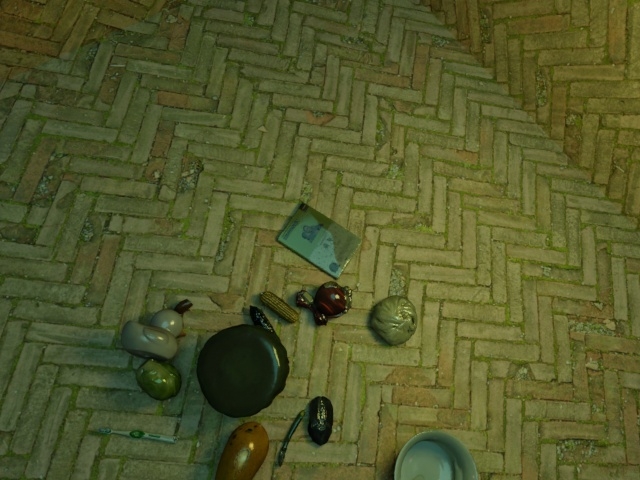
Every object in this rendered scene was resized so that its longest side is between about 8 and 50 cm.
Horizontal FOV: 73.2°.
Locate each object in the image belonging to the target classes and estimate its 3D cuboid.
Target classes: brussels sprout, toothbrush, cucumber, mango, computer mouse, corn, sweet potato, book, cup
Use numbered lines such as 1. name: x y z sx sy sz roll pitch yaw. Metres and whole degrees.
1. brussels sprout: -0.628 0.549 1.694 0.131 0.145 0.183 -50 129 -38
2. toothbrush: -0.710 0.762 1.691 0.303 0.030 0.030 12 70 -8
3. cucumber: -0.227 0.407 1.863 0.072 0.072 0.300 -25 78 -16
4. mango: -0.307 0.844 1.648 0.159 0.191 0.291 27 74 8
5. computer mouse: 0.002 0.749 1.792 0.105 0.062 0.193 5 72 -8
6. corn: -0.183 0.294 1.911 0.207 0.068 0.068 35 70 1
7. sweet potato: -0.606 0.292 1.854 0.117 0.049 0.049 -32 79 -8
8. book: 0.000 0.000 2.058 0.352 0.035 0.239 33 72 2
9. cup: 0.439 0.948 1.745 0.346 0.163 0.348 3 71 -9

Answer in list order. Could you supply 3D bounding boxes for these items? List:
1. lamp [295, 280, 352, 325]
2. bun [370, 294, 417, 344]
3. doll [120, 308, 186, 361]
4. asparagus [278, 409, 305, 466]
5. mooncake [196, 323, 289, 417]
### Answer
1. lamp: 0.024 0.261 1.913 0.223 0.151 0.215 -40 78 -17
2. bun: 0.347 0.354 1.947 0.230 0.133 0.231 4 70 -10
3. doll: -0.665 0.370 1.744 0.250 0.221 0.221 24 67 -30
4. asparagus: -0.122 0.805 1.771 0.034 0.027 0.236 24 69 11
5. mooncake: -0.306 0.511 1.724 0.355 0.194 0.357 -2 77 9
